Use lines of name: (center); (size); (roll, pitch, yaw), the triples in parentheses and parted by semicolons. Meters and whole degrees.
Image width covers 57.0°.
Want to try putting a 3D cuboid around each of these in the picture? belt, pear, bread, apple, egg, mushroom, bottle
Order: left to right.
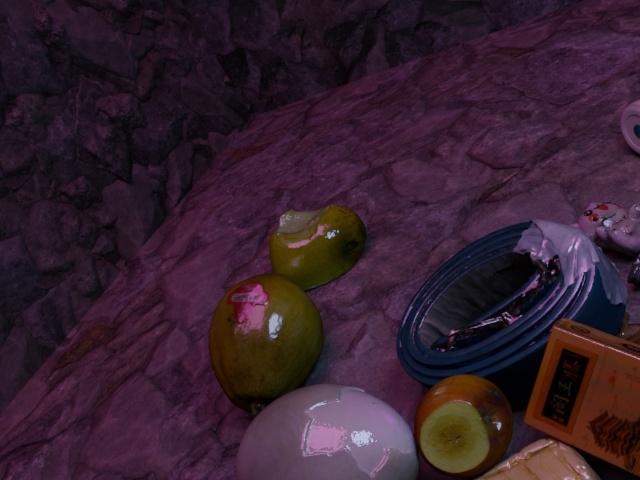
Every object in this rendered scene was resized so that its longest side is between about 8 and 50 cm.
pear: (-0.140, 0.263, 1.448); (0.287, 0.287, 0.375); (-17, 48, 25)
pear: (0.000, 0.000, 1.816); (0.282, 0.176, 0.286); (-12, 35, 28)
egg: (0.021, 0.393, 1.057); (0.336, 0.278, 0.278); (-20, 30, 26)
apple: (0.239, 0.303, 0.983); (0.147, 0.146, 0.163); (-34, -4, 41)
belt: (0.354, 0.144, 1.145); (0.437, 0.173, 0.300); (-35, 37, 22)
bread: (0.321, 0.415, 0.916); (0.236, 0.106, 0.140); (-32, 30, 0)
mushroom: (0.546, 0.190, 1.079); (0.126, 0.085, 0.109); (-12, 44, 48)
bottle: (0.902, -0.320, 1.484); (0.237, 0.147, 0.147); (-25, 28, -3)

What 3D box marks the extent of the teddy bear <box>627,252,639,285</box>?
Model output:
teddy bear: (0.730, 0.007, 1.133); (0.251, 0.144, 0.171); (-41, 44, -11)

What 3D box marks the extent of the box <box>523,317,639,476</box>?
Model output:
box: (0.467, 0.249, 0.883); (0.274, 0.174, 0.076); (20, 15, 32)

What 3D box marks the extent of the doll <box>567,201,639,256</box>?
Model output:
doll: (0.655, -0.030, 1.308); (0.149, 0.095, 0.192); (-29, 26, -8)
